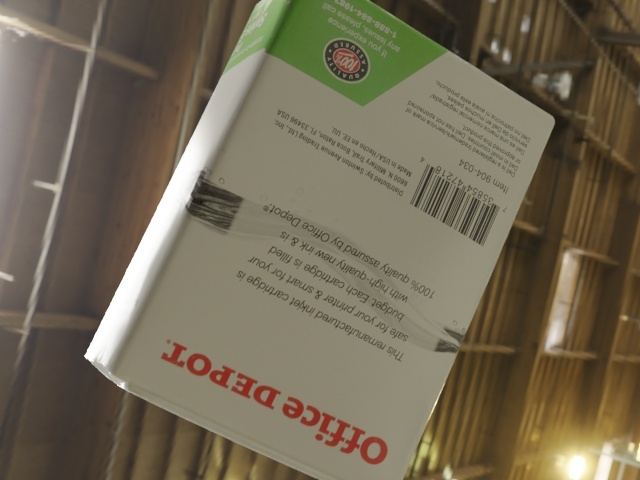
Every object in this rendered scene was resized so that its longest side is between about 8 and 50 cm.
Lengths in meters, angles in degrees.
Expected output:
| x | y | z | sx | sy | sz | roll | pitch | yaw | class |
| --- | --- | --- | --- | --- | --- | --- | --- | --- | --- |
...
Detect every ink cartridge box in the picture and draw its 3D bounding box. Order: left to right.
| x | y | z | sx | sy | sz | roll | pitch | yaw | class |
| --- | --- | --- | --- | --- | --- | --- | --- | --- | --- |
| 0.000 | 0.000 | 0.664 | 0.198 | 0.115 | 0.273 | 29 | -100 | -19 | ink cartridge box |
